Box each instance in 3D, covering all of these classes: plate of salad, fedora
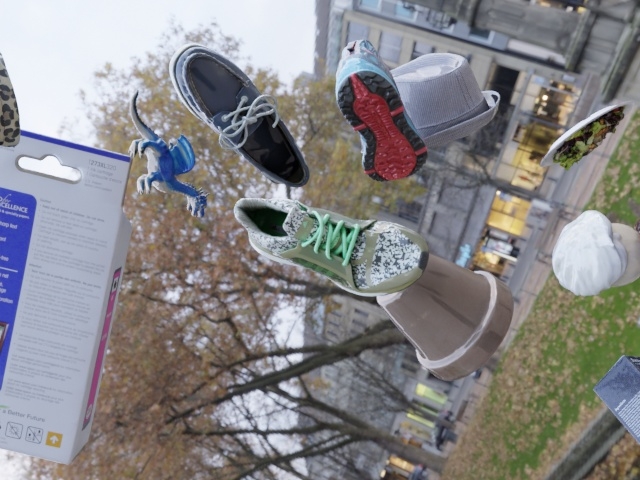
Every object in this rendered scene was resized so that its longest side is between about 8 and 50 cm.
[{"bbox_3d":[0.515,-0.194,1.172,0.199,0.048,0.200,-27,-15,-8],"label":"plate of salad"},{"bbox_3d":[0.175,-0.250,1.076,0.243,0.275,0.124,-31,-68,-19],"label":"fedora"}]

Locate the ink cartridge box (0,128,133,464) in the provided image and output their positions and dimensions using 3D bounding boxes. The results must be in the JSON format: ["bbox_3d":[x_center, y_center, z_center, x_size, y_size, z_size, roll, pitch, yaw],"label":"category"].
[{"bbox_3d":[-0.331,0.063,0.707,0.069,0.175,0.371,-86,10,-80],"label":"ink cartridge box"}]

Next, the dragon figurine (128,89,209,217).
[{"bbox_3d":[-0.334,-0.183,1.341,0.144,0.085,0.289,-16,-82,-34],"label":"dragon figurine"}]

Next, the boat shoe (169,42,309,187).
[{"bbox_3d":[-0.101,-0.160,0.831,0.095,0.079,0.254,-44,-48,-6],"label":"boat shoe"}]

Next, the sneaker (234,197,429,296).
[{"bbox_3d":[0.000,0.000,1.161,0.182,0.410,0.158,29,-105,-62],"label":"sneaker"}]

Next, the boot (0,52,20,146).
[{"bbox_3d":[-0.377,-0.160,0.511,0.178,0.236,0.085,-15,-21,-42],"label":"boot"}]

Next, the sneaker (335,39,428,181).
[{"bbox_3d":[0.096,-0.196,0.929,0.262,0.104,0.125,60,-158,-54],"label":"sneaker"}]

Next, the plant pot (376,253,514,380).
[{"bbox_3d":[0.252,0.143,1.352,0.263,0.229,0.263,-50,16,20],"label":"plant pot"}]

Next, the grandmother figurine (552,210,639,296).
[{"bbox_3d":[0.419,-0.008,0.633,0.208,0.342,0.104,-15,-88,-76],"label":"grandmother figurine"}]

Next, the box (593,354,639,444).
[{"bbox_3d":[0.592,0.287,1.047,0.155,0.158,0.093,10,-59,-30],"label":"box"}]
